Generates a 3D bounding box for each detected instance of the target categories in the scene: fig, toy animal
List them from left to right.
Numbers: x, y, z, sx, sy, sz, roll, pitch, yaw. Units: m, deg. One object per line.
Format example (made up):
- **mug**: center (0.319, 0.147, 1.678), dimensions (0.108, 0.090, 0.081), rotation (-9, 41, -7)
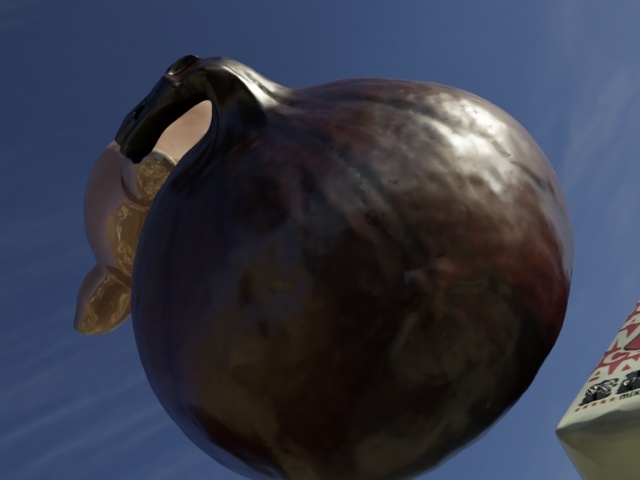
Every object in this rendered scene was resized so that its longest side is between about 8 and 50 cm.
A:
- **toy animal**: center (-0.090, 0.009, 0.863), dimensions (0.269, 0.326, 0.237), rotation (-9, -37, -45)
- **fig**: center (0.011, 0.014, 0.443), dimensions (0.235, 0.235, 0.214), rotation (-19, -59, -32)

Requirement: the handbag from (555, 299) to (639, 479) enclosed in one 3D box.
- **handbag**: center (0.310, 0.104, 0.592), dimensions (0.171, 0.151, 0.298), rotation (-27, 3, 42)
